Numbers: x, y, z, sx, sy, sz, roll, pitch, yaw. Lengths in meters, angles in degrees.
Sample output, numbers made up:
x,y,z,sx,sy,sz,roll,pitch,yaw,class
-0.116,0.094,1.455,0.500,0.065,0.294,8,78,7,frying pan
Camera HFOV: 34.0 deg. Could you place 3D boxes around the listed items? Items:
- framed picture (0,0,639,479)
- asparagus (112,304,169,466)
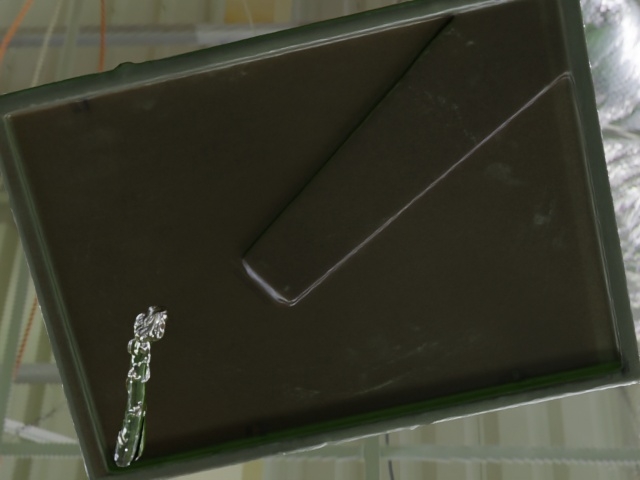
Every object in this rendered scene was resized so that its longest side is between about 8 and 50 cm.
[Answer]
x,y,z,sx,sy,sz,roll,pitch,yaw,class
0.000,0.000,0.794,0.446,0.028,0.326,-12,-77,3,framed picture
-0.120,0.099,0.691,0.023,0.233,0.022,15,-125,-5,asparagus
